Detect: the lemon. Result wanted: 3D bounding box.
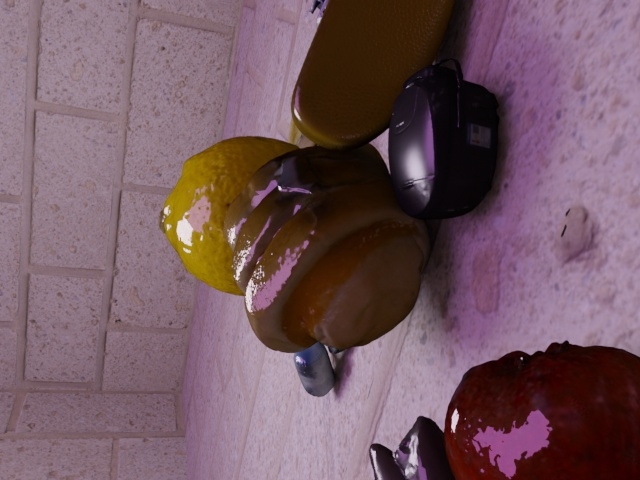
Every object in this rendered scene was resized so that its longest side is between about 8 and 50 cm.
[{"bbox_3d":[-0.156,-0.050,1.271,0.350,0.386,0.350,172,90,-85],"label":"lemon"}]

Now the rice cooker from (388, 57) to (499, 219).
[{"bbox_3d":[0.155,-0.126,0.753,0.142,0.118,0.203,175,100,-72],"label":"rice cooker"}]

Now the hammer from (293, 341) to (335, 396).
[{"bbox_3d":[-0.010,0.217,1.208,0.194,0.069,0.116,-89,-15,-56],"label":"hammer"}]

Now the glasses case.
[{"bbox_3d":[0.089,-0.306,0.867,0.141,0.173,0.372,-123,55,-88],"label":"glasses case"}]

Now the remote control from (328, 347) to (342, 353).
[{"bbox_3d":[0.028,0.118,1.175,0.072,0.042,0.222,122,149,-52],"label":"remote control"}]

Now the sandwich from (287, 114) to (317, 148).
[{"bbox_3d":[-0.047,-0.293,1.507,0.193,0.058,0.163,130,143,-62],"label":"sandwich"}]

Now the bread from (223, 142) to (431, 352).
[{"bbox_3d":[0.000,0.000,0.874,0.210,0.300,0.341,58,-171,-37],"label":"bread"}]

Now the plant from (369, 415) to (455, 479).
[{"bbox_3d":[0.130,0.339,0.541,0.321,0.194,0.182,-103,3,-53],"label":"plant"}]

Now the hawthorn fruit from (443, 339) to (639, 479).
[{"bbox_3d":[0.201,0.183,0.464,0.185,0.185,0.202,-47,59,61],"label":"hawthorn fruit"}]

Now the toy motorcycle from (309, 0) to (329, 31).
[{"bbox_3d":[0.065,-0.548,1.164,0.307,0.108,0.173,136,138,-54],"label":"toy motorcycle"}]
